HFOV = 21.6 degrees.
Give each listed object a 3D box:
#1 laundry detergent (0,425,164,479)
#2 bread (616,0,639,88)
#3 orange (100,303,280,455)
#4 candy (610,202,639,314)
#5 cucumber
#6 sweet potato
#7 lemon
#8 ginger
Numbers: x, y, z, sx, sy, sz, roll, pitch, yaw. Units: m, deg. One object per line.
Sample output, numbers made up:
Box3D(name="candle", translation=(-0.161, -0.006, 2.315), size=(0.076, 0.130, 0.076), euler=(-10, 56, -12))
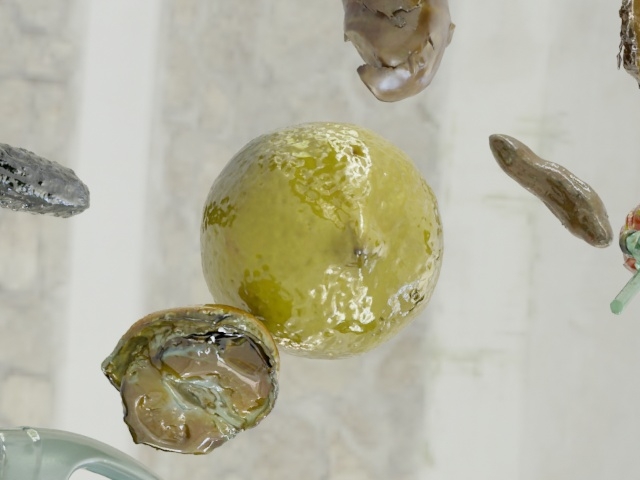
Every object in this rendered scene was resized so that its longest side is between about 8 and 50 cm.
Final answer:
Box3D(name="laundry detergent", translation=(-0.217, 0.324, 1.680), size=(0.124, 0.397, 0.264), euler=(31, -80, 46))
Box3D(name="bread", translation=(0.286, -0.186, 1.059), size=(0.162, 0.204, 0.262), euler=(41, -14, 28))
Box3D(name="orange", translation=(-0.116, 0.122, 1.588), size=(0.112, 0.169, 0.160), euler=(-63, 163, -57))
Box3D(name="candy", translation=(0.230, 0.019, 1.172), size=(0.084, 0.078, 0.287), euler=(-63, 167, 20))
Box3D(name="cucumber", translation=(-0.354, -0.074, 1.836), size=(0.081, 0.303, 0.072), euler=(16, -92, 41))
Box3D(name="sweet potato", translation=(0.259, -0.059, 1.862), size=(0.054, 0.182, 0.053), euler=(-47, 168, -9))
Box3D(name="lemon", translation=(0.001, 0.001, 1.684), size=(0.267, 0.267, 0.267), euler=(-177, -90, -70))
Box3D(name="ginger", translation=(-0.010, -0.241, 1.253), size=(0.309, 0.133, 0.107), euler=(46, -25, 10))
